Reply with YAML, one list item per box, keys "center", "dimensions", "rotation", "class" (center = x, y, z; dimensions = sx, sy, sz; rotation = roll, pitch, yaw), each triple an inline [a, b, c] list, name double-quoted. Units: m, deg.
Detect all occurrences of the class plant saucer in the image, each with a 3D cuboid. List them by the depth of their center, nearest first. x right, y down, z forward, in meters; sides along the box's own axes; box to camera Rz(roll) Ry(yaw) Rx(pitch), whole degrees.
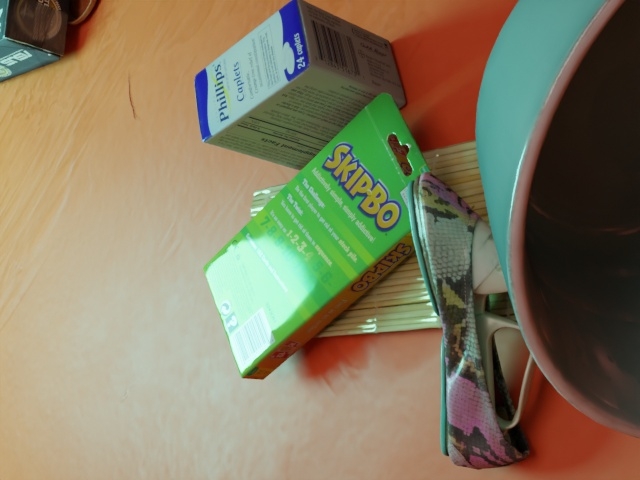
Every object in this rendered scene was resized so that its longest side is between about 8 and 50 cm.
- center: [-0.306, -0.316, 1.277]
  dimensions: [0.083, 0.013, 0.084]
  rotation: [-12, 72, 41]
  class: "plant saucer"

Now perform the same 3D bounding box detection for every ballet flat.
- center: [0.116, 0.057, 0.721]
  dimensions: [0.079, 0.077, 0.222]
  rotation: [-6, 96, 24]
  class: "ballet flat"

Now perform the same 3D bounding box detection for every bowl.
- center: [0.212, -0.062, 0.551]
  dimensions: [0.312, 0.311, 0.163]
  rotation: [-60, 27, 15]
  class: "bowl"

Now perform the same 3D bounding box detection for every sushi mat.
- center: [0.049, 0.005, 0.852]
  dimensions: [0.316, 0.019, 0.152]
  rotation: [-10, 75, 43]
  class: "sushi mat"

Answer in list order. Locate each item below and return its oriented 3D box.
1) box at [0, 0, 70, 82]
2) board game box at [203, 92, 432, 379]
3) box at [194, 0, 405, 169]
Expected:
- center: [-0.474, -0.377, 1.388]
  dimensions: [0.394, 0.097, 0.319]
  rotation: [-6, 74, 46]
  class: "box"
- center: [0.000, 0.000, 0.863]
  dimensions: [0.259, 0.039, 0.124]
  rotation: [-44, 54, 32]
  class: "board game box"
- center: [-0.020, -0.132, 0.876]
  dimensions: [0.137, 0.126, 0.072]
  rotation: [-29, 62, 35]
  class: "box"
